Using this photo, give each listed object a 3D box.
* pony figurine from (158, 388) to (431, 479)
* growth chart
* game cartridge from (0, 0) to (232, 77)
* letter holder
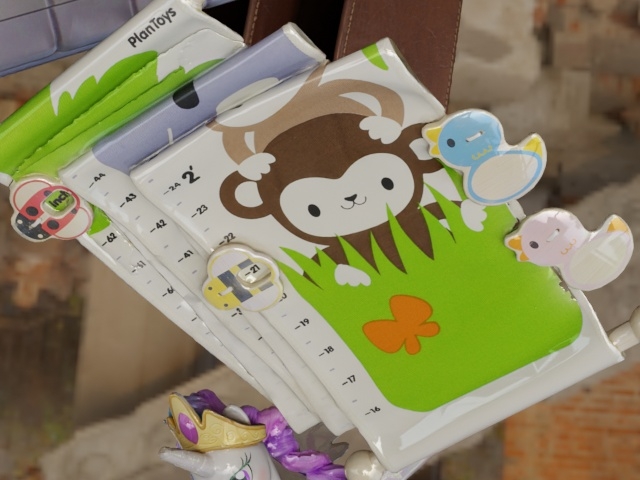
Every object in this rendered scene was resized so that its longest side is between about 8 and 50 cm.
[{"bbox_3d":[0.016,0.258,1.347,0.303,0.363,0.351,-17,-175,37],"label":"pony figurine"},{"bbox_3d":[0.000,0.000,0.560,0.237,0.021,0.172,39,121,-21],"label":"growth chart"},{"bbox_3d":[-0.219,-0.091,0.696,0.230,0.068,0.355,-29,-160,-36],"label":"game cartridge"},{"bbox_3d":[-0.023,-0.106,1.231,0.214,0.301,0.152,6,-178,-45],"label":"letter holder"}]
